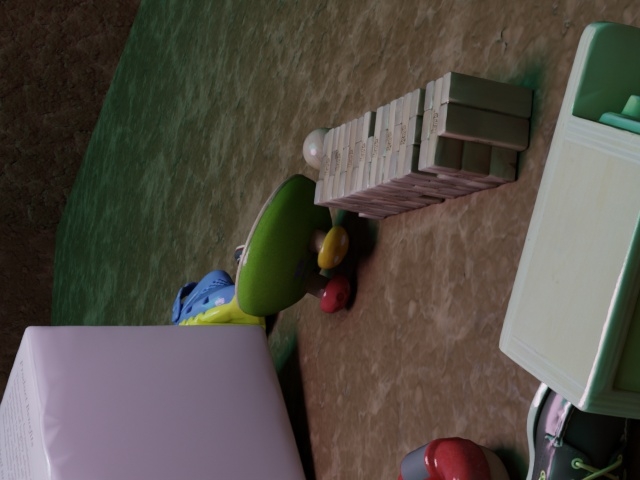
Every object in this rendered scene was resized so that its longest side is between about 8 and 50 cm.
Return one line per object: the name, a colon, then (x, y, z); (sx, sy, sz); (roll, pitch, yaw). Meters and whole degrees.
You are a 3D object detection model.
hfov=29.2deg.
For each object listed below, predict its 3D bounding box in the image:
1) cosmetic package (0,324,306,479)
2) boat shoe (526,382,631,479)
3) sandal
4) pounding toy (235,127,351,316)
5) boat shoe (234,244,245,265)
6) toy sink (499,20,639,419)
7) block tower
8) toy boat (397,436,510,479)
cosmetic package: (-0.247, 0.352, 1.614); (0.393, 0.327, 0.329); (-60, 38, 44)
boat shoe: (0.195, 0.180, 0.925); (0.068, 0.081, 0.228); (-124, 40, -58)
sandal: (-0.164, 0.106, 1.867); (0.317, 0.126, 0.138); (148, 132, -62)
pounding toy: (0.000, 0.000, 1.490); (0.237, 0.110, 0.183); (-63, -17, -10)
boat shoe: (-0.092, 0.028, 1.811); (0.137, 0.049, 0.043); (-19, 65, 62)
toy sink: (0.235, -0.009, 0.790); (0.131, 0.153, 0.234); (-142, 65, -67)
block tower: (0.094, -0.090, 1.294); (0.335, 0.097, 0.091); (162, 117, -69)
toy boat: (0.079, 0.286, 1.074); (0.151, 0.151, 0.231); (135, 140, -58)
